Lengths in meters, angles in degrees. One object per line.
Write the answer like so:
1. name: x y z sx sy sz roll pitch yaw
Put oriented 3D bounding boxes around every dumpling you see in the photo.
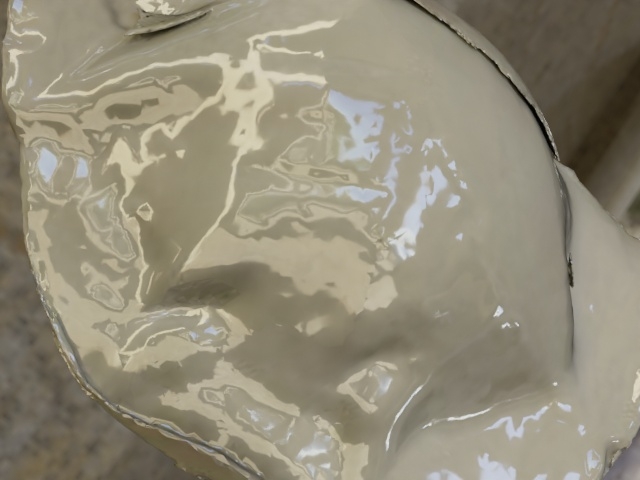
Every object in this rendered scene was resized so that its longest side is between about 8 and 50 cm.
1. dumpling: -0.003 -0.002 0.925 0.181 0.260 0.341 -12 -49 44
